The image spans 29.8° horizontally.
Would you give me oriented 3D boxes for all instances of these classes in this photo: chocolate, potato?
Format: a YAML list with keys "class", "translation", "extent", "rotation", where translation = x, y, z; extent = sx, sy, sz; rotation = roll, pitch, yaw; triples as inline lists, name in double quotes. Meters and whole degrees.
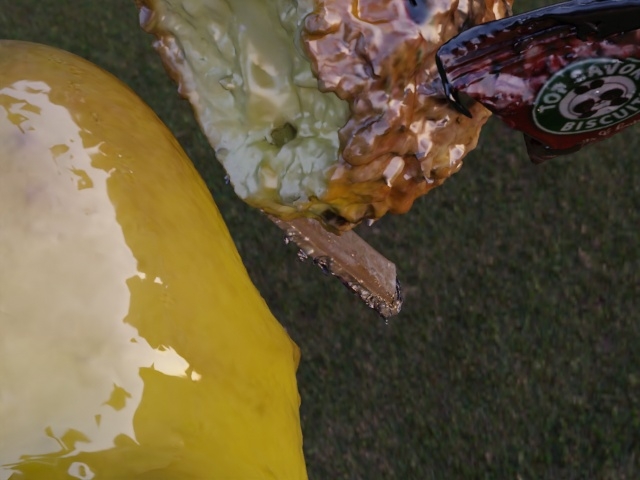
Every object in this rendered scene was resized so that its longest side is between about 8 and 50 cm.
- class: "chocolate"
  translation: [0.004, -0.006, 1.542]
  extent: [0.065, 0.329, 0.102]
  rotation: [-38, 41, 16]
- class: "potato"
  translation: [-0.133, 0.054, 0.485]
  extent: [0.289, 0.397, 0.296]
  rotation: [-2, 90, -17]

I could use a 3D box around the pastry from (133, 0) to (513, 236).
- class: "pastry"
  translation: [0.023, -0.225, 1.096]
  extent: [0.292, 0.405, 0.337]
  rotation: [-6, 25, 46]

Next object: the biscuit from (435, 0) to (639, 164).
- class: "biscuit"
  translation: [0.184, -0.105, 0.822]
  extent: [0.151, 0.235, 0.063]
  rotation: [-23, 70, 21]
